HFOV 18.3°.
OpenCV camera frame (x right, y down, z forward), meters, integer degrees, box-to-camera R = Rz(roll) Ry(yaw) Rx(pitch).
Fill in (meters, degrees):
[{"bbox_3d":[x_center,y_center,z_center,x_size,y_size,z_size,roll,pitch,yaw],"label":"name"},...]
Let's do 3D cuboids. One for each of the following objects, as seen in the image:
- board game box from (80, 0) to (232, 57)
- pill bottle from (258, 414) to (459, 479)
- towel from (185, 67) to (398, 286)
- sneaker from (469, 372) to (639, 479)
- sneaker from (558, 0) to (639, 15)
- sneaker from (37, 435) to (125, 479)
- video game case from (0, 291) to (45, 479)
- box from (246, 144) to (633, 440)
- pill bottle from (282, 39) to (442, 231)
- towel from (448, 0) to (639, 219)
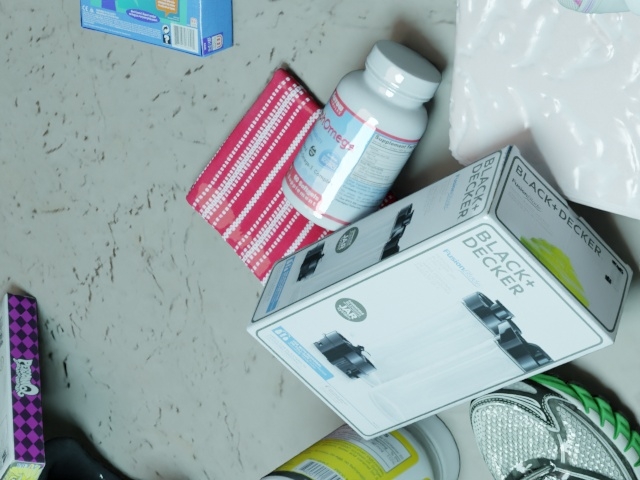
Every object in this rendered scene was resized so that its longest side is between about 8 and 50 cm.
[{"bbox_3d":[-0.157,-0.289,1.844,0.160,0.047,0.210,18,120,34],"label":"board game box"},{"bbox_3d":[0.030,0.232,1.805,0.119,0.208,0.119,17,118,34],"label":"pill bottle"},{"bbox_3d":[0.000,0.000,1.852,0.275,0.031,0.199,51,131,11],"label":"towel"},{"bbox_3d":[0.230,0.267,1.697,0.134,0.146,0.343,-35,84,43],"label":"sneaker"},{"bbox_3d":[0.183,-0.273,1.457,0.111,0.103,0.252,-12,100,40],"label":"sneaker"},{"bbox_3d":[-0.162,0.375,2.048,0.483,0.185,0.202,32,130,24],"label":"sneaker"},{"bbox_3d":[-0.351,0.210,2.139,0.232,0.042,0.210,-101,32,-43],"label":"video game case"},{"bbox_3d":[0.098,0.050,1.684,0.290,0.087,0.169,-26,119,39],"label":"box"},{"bbox_3d":[0.039,-0.091,1.728,0.087,0.087,0.160,39,115,20],"label":"pill bottle"},{"bbox_3d":[0.243,-0.181,1.552,0.317,0.053,0.332,19,119,33],"label":"towel"}]
